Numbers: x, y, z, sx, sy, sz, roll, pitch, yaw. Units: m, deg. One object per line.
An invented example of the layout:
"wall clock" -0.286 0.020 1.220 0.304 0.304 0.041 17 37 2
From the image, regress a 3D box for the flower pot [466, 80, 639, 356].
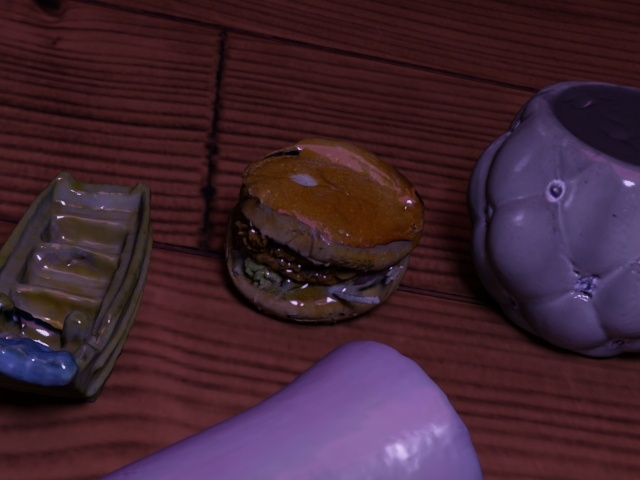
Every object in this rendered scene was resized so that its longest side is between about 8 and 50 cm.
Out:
"flower pot" 0.249 -0.018 1.159 0.246 0.195 0.246 10 33 -7

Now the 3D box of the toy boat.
"toy boat" -0.193 0.043 0.993 0.111 0.084 0.276 11 29 -2

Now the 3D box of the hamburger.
"hamburger" 0.000 0.000 1.120 0.177 0.113 0.185 -2 43 -35

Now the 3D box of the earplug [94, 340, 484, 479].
"earplug" -0.069 0.184 0.765 0.301 0.172 0.172 -19 45 -32
